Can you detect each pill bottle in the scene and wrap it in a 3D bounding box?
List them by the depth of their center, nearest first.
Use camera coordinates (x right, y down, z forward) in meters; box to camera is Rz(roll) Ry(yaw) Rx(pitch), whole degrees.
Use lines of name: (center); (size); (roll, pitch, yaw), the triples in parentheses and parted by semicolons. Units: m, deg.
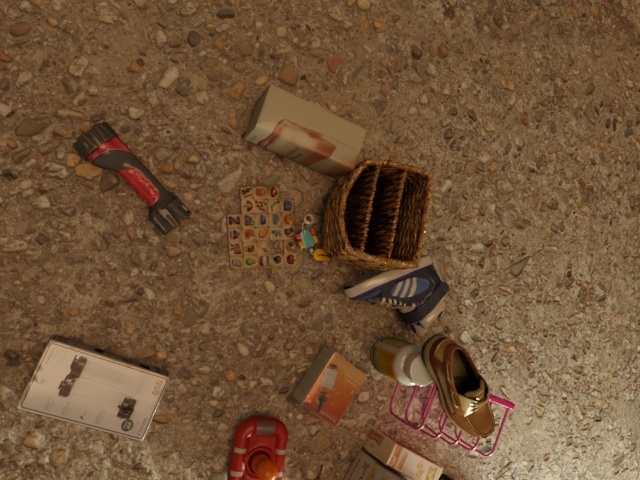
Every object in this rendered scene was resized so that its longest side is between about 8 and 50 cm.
pill bottle: (0.243, 0.355, 1.407); (0.118, 0.208, 0.117); (1, 88, -22)

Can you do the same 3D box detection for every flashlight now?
flashlight: (-0.466, -0.147, 1.200); (0.103, 0.103, 0.304); (-36, 104, 8)

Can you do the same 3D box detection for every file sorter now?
file sorter: (0.387, 0.509, 1.466); (0.291, 0.202, 0.182); (26, 81, -19)

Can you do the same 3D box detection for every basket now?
basket: (0.153, -0.079, 1.347); (0.214, 0.223, 0.299); (23, 73, -29)

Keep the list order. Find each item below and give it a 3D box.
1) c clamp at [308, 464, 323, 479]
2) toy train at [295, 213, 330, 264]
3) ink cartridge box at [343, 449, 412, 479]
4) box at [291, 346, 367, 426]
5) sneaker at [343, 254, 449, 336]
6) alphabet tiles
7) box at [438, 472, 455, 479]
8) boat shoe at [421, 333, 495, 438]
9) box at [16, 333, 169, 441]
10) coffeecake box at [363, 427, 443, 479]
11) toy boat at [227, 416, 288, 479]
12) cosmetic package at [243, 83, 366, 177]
c clamp: (-0.074, 0.713, 1.375); (0.161, 0.022, 0.137); (4, 92, -23)
toy train: (0.000, 0.000, 1.411); (0.166, 0.046, 0.125); (32, 73, -19)
ink cartridge box: (0.191, 0.759, 1.343); (0.197, 0.270, 0.198); (35, 76, -16)
box: (0.025, 0.416, 1.383); (0.130, 0.091, 0.170); (39, 75, -17)
sneaker: (0.243, 0.194, 1.453); (0.323, 0.130, 0.236); (-18, 91, -27)
alphabet tiles: (-0.165, -0.039, 1.364); (0.198, 0.009, 0.237); (-3, 89, -21)
box: (0.401, 0.953, 1.526); (0.257, 0.079, 0.322); (44, 74, -13)
boat shoe: (0.384, 0.401, 1.287); (0.123, 0.120, 0.324); (-37, 104, -21)
box: (-0.537, 0.354, 1.162); (0.290, 0.087, 0.169); (24, 80, -20)
coffeecake box: (0.243, 0.646, 1.435); (0.186, 0.142, 0.068); (33, 76, -18)
toy boat: (-0.157, 0.594, 1.272); (0.151, 0.151, 0.230); (10, 85, -21)
cosmetic package: (-0.044, -0.295, 1.343); (0.296, 0.153, 0.129); (21, 80, -19)
